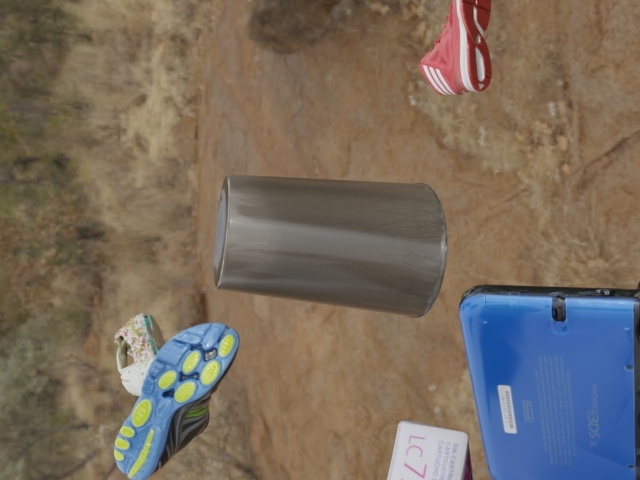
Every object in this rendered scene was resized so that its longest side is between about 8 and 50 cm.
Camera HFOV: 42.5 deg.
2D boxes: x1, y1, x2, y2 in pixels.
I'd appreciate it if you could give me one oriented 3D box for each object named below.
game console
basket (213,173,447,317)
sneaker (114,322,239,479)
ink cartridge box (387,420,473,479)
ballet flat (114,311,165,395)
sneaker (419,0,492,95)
[{"bbox_3d":[0.292,0.112,0.829,0.173,0.250,0.293,-64,-33,-46],"label":"game console"},{"bbox_3d":[0.000,0.000,0.924,0.204,0.227,0.154,-135,52,-75],"label":"basket"},{"bbox_3d":[-0.141,0.157,0.831,0.067,0.078,0.188,36,105,17],"label":"sneaker"},{"bbox_3d":[0.090,0.298,0.683,0.311,0.065,0.185,75,-153,-54],"label":"ink cartridge box"},{"bbox_3d":[-0.257,0.186,1.209,0.091,0.077,0.241,64,171,-23],"label":"ballet flat"},{"bbox_3d":[0.216,-0.353,1.394,0.128,0.087,0.221,-5,82,47],"label":"sneaker"}]
